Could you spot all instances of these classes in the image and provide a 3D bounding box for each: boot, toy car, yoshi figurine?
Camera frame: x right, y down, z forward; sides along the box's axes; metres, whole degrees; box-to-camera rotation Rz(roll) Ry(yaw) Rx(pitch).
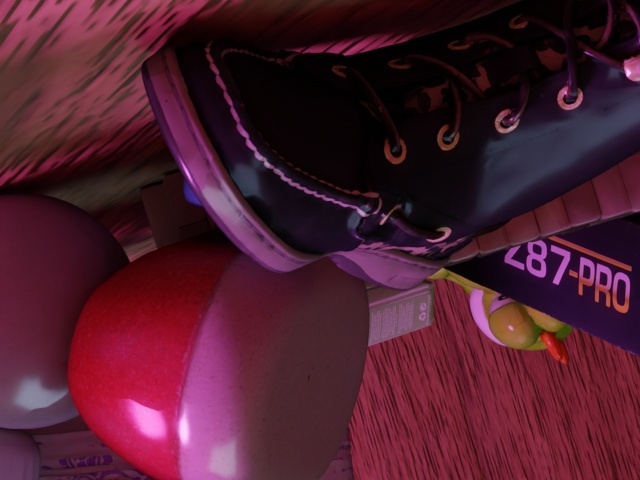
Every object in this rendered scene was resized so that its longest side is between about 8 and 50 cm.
[{"bbox_3d":[0.055,-0.059,0.625,0.179,0.085,0.236,-29,162,17],"label":"boot"},{"bbox_3d":[-0.108,0.041,0.832,0.238,0.219,0.210,14,180,15],"label":"toy car"},{"bbox_3d":[0.194,-0.001,1.795,0.203,0.203,0.362,23,-169,-2],"label":"yoshi figurine"}]

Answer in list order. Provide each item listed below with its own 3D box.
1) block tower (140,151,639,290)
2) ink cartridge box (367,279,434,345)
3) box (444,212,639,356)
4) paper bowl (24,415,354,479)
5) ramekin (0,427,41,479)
[{"bbox_3d":[0.074,-0.032,0.959,0.336,0.097,0.091,-18,177,2],"label":"block tower"},{"bbox_3d":[-0.021,0.066,1.810,0.235,0.056,0.171,-16,-154,-39],"label":"ink cartridge box"},{"bbox_3d":[0.302,-0.004,1.098,0.318,0.097,0.395,-11,-159,-31],"label":"box"},{"bbox_3d":[-0.121,0.132,1.101,0.284,0.148,0.284,-4,175,0],"label":"paper bowl"},{"bbox_3d":[-0.276,0.136,0.876,0.277,0.135,0.277,14,175,1],"label":"ramekin"}]
